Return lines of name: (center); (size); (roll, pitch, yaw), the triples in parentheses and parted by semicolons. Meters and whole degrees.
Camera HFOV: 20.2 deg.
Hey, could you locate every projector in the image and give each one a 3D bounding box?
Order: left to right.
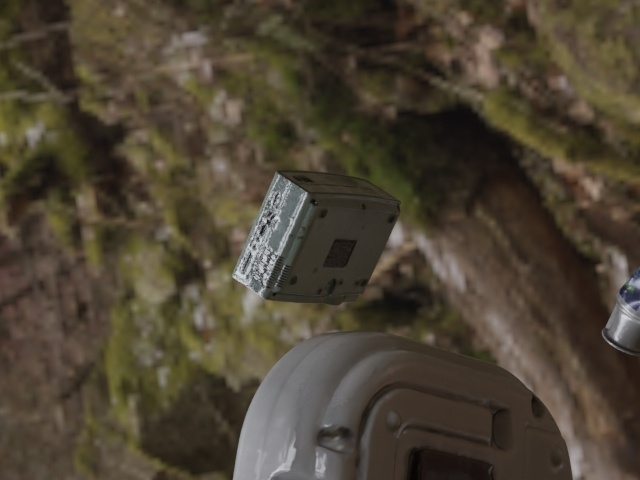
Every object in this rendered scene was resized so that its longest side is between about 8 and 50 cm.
projector: (0.000, 0.000, 1.664); (0.061, 0.147, 0.115); (35, 108, 32)

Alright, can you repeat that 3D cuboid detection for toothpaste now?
toothpaste: (0.384, 0.000, 1.935); (0.096, 0.061, 0.266); (-34, -30, -63)

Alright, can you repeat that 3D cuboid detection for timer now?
timer: (0.048, 0.188, 0.999); (0.237, 0.087, 0.262); (19, -105, -47)
